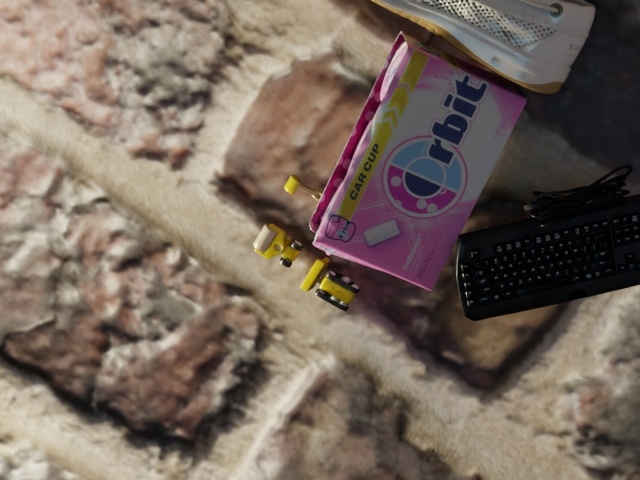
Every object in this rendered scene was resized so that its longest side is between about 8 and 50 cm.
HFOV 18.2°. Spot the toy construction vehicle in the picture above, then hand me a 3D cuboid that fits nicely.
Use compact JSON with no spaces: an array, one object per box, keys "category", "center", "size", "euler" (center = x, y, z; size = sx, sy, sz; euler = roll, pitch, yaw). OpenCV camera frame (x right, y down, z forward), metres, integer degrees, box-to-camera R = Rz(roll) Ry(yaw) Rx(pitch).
[{"category":"toy construction vehicle","center":[0.000,0.000,1.697],"size":[0.098,0.035,0.086],"euler":[28,109,-2]}]

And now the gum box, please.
[{"category":"gum box","center":[0.075,-0.059,1.624],"size":[0.107,0.062,0.188],"euler":[23,104,-11]}]

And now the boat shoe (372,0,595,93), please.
[{"category":"boat shoe","center":[0.090,-0.223,1.589],"size":[0.277,0.098,0.096],"euler":[28,108,-3]}]

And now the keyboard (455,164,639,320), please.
[{"category":"keyboard","center":[0.202,0.002,1.606],"size":[0.192,0.038,0.100],"euler":[-13,101,-6]}]
